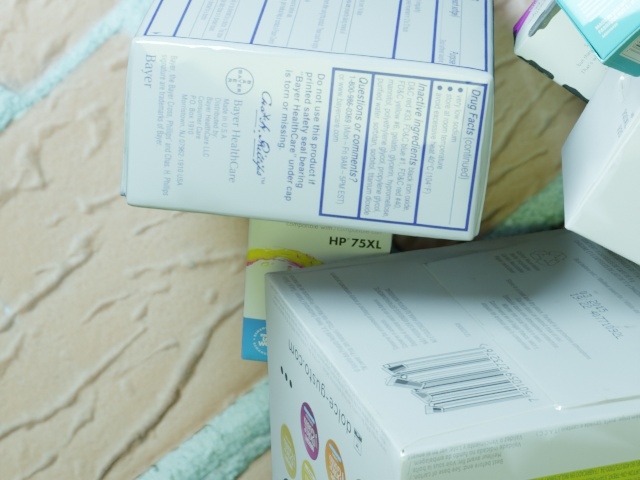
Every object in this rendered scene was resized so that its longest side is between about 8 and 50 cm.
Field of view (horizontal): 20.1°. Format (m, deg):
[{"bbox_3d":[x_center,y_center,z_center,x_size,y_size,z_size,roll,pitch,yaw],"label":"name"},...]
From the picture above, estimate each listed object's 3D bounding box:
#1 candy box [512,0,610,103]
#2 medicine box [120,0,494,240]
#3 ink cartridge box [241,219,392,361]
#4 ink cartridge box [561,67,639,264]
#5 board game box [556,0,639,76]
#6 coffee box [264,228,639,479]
[{"bbox_3d":[0.307,-0.171,1.576,0.233,0.071,0.159,33,114,-12],"label":"candy box"},{"bbox_3d":[-0.001,-0.131,1.515,0.289,0.263,0.149,7,116,2],"label":"medicine box"},{"bbox_3d":[0.000,0.000,1.679,0.134,0.078,0.231,5,115,2],"label":"ink cartridge box"},{"bbox_3d":[0.339,-0.058,1.493,0.233,0.171,0.168,27,116,-8],"label":"ink cartridge box"},{"bbox_3d":[0.231,-0.337,1.398,0.254,0.079,0.336,-42,66,21],"label":"board game box"},{"bbox_3d":[0.163,0.217,1.575,0.338,0.337,0.334,-9,116,-16],"label":"coffee box"}]
